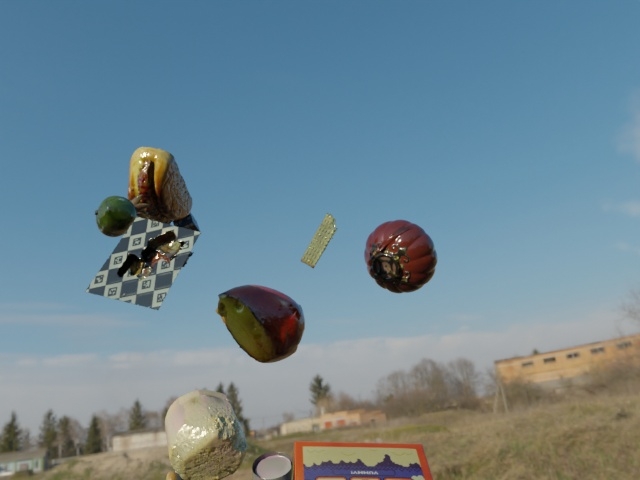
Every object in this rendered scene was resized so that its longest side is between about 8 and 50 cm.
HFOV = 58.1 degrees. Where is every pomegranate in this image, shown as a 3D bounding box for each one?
[{"bbox_3d":[-0.703,-0.099,2.040,0.152,0.131,0.191,-37,5,46],"label":"pomegranate"}]

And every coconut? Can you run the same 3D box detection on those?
[{"bbox_3d":[-0.437,0.725,2.182,0.298,0.297,0.309,0,23,-23],"label":"coconut"}]

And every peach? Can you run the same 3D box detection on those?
[{"bbox_3d":[-0.228,0.293,2.111,0.339,0.280,0.281,21,-27,-15],"label":"peach"}]

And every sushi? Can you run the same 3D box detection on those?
[{"bbox_3d":[-0.533,0.080,1.786,0.294,0.292,0.059,12,-28,26],"label":"sushi"}]

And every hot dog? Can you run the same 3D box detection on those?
[{"bbox_3d":[-0.701,-0.201,2.473,0.186,0.223,0.405,12,-32,14],"label":"hot dog"}]

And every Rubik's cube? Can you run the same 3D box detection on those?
[{"bbox_3d":[-0.626,-0.068,2.685,0.092,0.092,0.092,-26,-42,-2],"label":"Rubik's cube"}]

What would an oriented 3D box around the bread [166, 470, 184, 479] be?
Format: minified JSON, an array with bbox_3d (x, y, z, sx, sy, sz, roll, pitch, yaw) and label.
[{"bbox_3d":[-0.576,1.036,2.369,0.078,0.189,0.114,-22,-6,-4],"label":"bread"}]

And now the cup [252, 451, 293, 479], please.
[{"bbox_3d":[-0.144,0.859,1.902,0.203,0.288,0.203,-4,18,1],"label":"cup"}]

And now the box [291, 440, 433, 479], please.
[{"bbox_3d":[0.086,0.678,1.310,0.319,0.348,0.256,3,22,-6],"label":"box"}]

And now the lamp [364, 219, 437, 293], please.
[{"bbox_3d":[0.318,0.065,2.311,0.303,0.302,0.257,-24,3,40],"label":"lamp"}]

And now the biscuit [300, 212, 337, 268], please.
[{"bbox_3d":[0.001,0.001,2.034,0.016,0.203,0.144,31,-1,-23],"label":"biscuit"}]
